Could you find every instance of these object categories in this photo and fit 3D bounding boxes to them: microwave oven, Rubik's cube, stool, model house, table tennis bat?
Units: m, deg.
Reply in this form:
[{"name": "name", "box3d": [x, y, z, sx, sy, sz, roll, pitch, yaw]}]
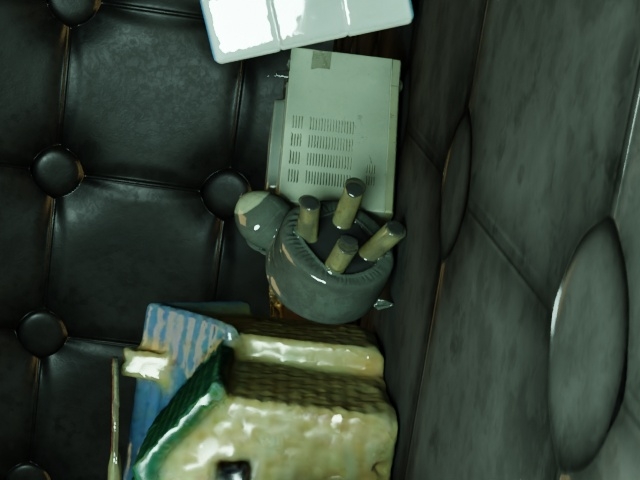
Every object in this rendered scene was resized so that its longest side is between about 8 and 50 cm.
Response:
[{"name": "microwave oven", "box3d": [0.014, -0.131, 1.667, 0.145, 0.193, 0.241, 99, 176, -68]}, {"name": "Rubik's cube", "box3d": [-0.038, -0.446, 1.688, 0.292, 0.291, 0.291, -84, -18, -71]}, {"name": "stool", "box3d": [-0.003, 0.006, 1.492, 0.153, 0.227, 0.139, -79, 9, -45]}, {"name": "model house", "box3d": [-0.100, 0.271, 1.476, 0.382, 0.342, 0.335, -125, 44, -83]}, {"name": "table tennis bat", "box3d": [-0.260, 0.253, 1.476, 0.131, 0.022, 0.234, 103, 163, -44]}]

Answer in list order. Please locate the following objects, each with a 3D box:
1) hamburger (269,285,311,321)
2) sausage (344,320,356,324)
[{"name": "hamburger", "box3d": [-0.011, 0.146, 2.142, 0.155, 0.135, 0.208, -51, -42, -67]}, {"name": "sausage", "box3d": [0.027, 0.089, 1.883, 0.141, 0.076, 0.076, -94, 11, -53]}]
